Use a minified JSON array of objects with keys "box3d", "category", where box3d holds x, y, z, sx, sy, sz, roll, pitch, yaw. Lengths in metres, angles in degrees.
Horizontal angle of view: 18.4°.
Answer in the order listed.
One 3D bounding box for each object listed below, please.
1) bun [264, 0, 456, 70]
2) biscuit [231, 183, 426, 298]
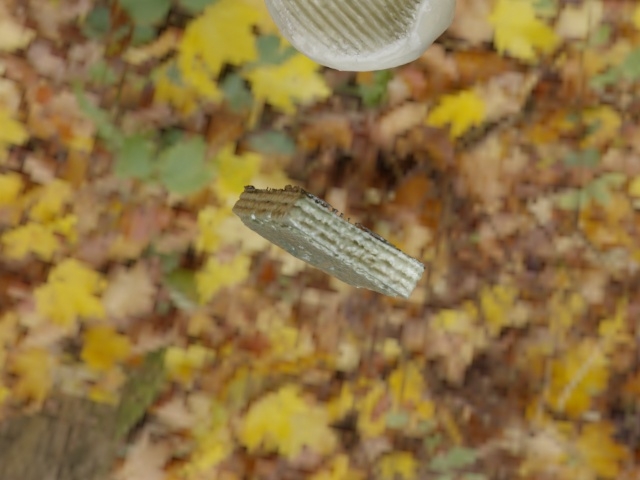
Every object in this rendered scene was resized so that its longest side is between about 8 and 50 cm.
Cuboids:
[{"box3d":[0.041,-0.236,1.703,0.183,0.102,0.183,10,111,26],"category":"bun"},{"box3d":[0.000,0.000,1.978,0.150,0.052,0.252,32,175,-16],"category":"biscuit"}]
